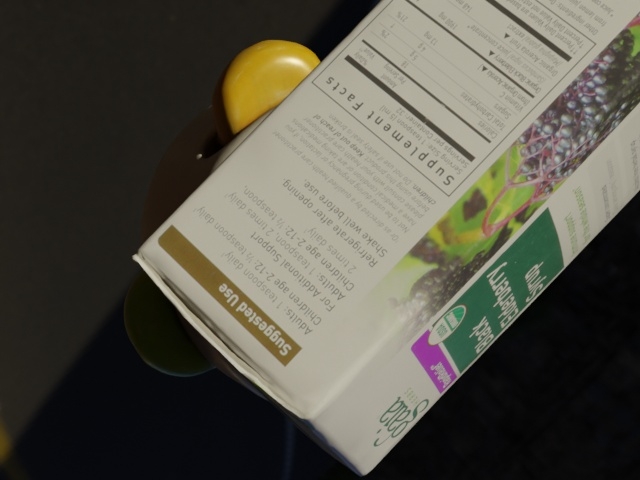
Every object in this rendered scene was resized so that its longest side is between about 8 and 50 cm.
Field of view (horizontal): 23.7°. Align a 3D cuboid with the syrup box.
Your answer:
[{"bbox_3d":[0.055,-0.035,0.557,0.237,0.096,0.093,-47,155,-5],"label":"syrup box"}]

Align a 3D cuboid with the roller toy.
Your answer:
[{"bbox_3d":[0.000,0.000,0.912,0.146,0.191,0.209,20,-87,68],"label":"roller toy"}]
